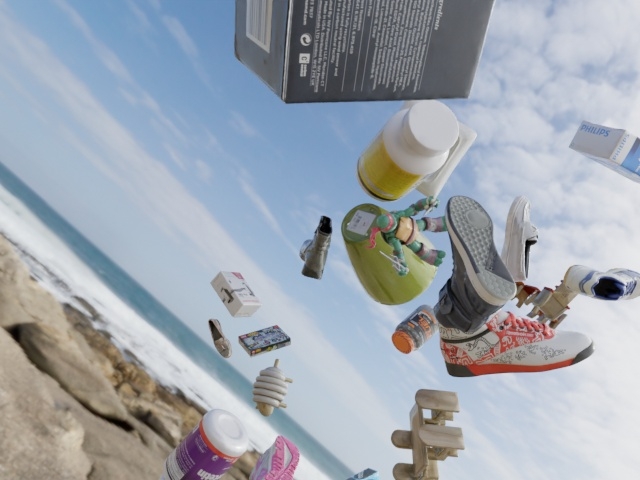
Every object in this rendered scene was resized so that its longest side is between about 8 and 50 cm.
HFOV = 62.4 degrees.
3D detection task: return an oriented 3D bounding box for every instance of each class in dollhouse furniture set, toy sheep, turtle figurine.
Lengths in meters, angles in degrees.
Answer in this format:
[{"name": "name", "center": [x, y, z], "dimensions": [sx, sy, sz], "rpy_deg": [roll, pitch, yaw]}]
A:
[{"name": "dollhouse furniture set", "center": [0.182, 0.452, 1.081], "dimensions": [0.160, 0.242, 0.212], "rpy_deg": [7, -42, -4]}, {"name": "dollhouse furniture set", "center": [0.805, 0.200, 1.929], "dimensions": [0.262, 0.135, 0.259], "rpy_deg": [45, -3, -7]}, {"name": "toy sheep", "center": [-0.114, 0.341, 1.228], "dimensions": [0.091, 0.132, 0.091], "rpy_deg": [9, -27, 5]}, {"name": "turtle figurine", "center": [0.190, -0.019, 1.115], "dimensions": [0.118, 0.175, 0.234], "rpy_deg": [32, 12, 40]}]

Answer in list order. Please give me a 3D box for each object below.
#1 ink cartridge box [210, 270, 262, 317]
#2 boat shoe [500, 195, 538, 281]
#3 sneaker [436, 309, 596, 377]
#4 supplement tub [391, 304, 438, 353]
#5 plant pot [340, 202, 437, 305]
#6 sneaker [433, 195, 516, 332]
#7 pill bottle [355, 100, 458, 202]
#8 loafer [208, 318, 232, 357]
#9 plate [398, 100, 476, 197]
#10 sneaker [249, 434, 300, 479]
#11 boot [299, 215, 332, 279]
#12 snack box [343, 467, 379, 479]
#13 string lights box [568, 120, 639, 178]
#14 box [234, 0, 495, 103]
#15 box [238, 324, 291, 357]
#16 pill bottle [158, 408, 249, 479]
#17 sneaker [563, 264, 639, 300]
[{"name": "ink cartridge box", "center": [-0.252, 0.160, 1.582], "dimensions": [0.135, 0.056, 0.099], "rpy_deg": [51, 18, 24]}, {"name": "boat shoe", "center": [0.415, -0.004, 1.086], "dimensions": [0.063, 0.184, 0.066], "rpy_deg": [5, -20, 40]}, {"name": "sneaker", "center": [0.349, 0.162, 0.975], "dimensions": [0.090, 0.269, 0.145], "rpy_deg": [-28, 104, -67]}, {"name": "supplement tub", "center": [0.356, 0.331, 1.960], "dimensions": [0.117, 0.190, 0.117], "rpy_deg": [30, -42, 33]}, {"name": "plant pot", "center": [0.187, 0.020, 1.647], "dimensions": [0.274, 0.275, 0.293], "rpy_deg": [27, -12, 42]}, {"name": "sneaker", "center": [0.240, 0.047, 0.910], "dimensions": [0.086, 0.226, 0.164], "rpy_deg": [4, -39, -11]}, {"name": "pill bottle", "center": [0.234, -0.242, 1.455], "dimensions": [0.188, 0.188, 0.334], "rpy_deg": [42, -22, -2]}, {"name": "loafer", "center": [-0.298, 0.285, 1.538], "dimensions": [0.125, 0.045, 0.039], "rpy_deg": [61, 3, 22]}, {"name": "plate", "center": [0.355, -0.328, 1.843], "dimensions": [0.277, 0.278, 0.045], "rpy_deg": [34, 12, 6]}, {"name": "sneaker", "center": [-0.123, 0.609, 1.307], "dimensions": [0.103, 0.111, 0.252], "rpy_deg": [41, 18, -6]}, {"name": "boot", "center": [0.000, 0.000, 1.536], "dimensions": [0.083, 0.161, 0.246], "rpy_deg": [15, 17, -8]}, {"name": "snack box", "center": [0.086, 0.960, 1.871], "dimensions": [0.060, 0.321, 0.187], "rpy_deg": [-7, -89, 52]}, {"name": "string lights box", "center": [0.755, -0.202, 1.289], "dimensions": [0.259, 0.077, 0.133], "rpy_deg": [18, 15, -24]}, {"name": "box", "center": [0.067, -0.409, 0.998], "dimensions": [0.293, 0.395, 0.212], "rpy_deg": [-127, -144, -49]}, {"name": "box", "center": [-0.172, 0.307, 1.624], "dimensions": [0.094, 0.136, 0.027], "rpy_deg": [31, -54, 52]}, {"name": "pill bottle", "center": [-0.401, 0.736, 1.778], "dimensions": [0.181, 0.323, 0.181], "rpy_deg": [39, 11, -9]}, {"name": "sneaker", "center": [0.906, 0.150, 1.631], "dimensions": [0.296, 0.112, 0.131], "rpy_deg": [4, 15, -15]}]
